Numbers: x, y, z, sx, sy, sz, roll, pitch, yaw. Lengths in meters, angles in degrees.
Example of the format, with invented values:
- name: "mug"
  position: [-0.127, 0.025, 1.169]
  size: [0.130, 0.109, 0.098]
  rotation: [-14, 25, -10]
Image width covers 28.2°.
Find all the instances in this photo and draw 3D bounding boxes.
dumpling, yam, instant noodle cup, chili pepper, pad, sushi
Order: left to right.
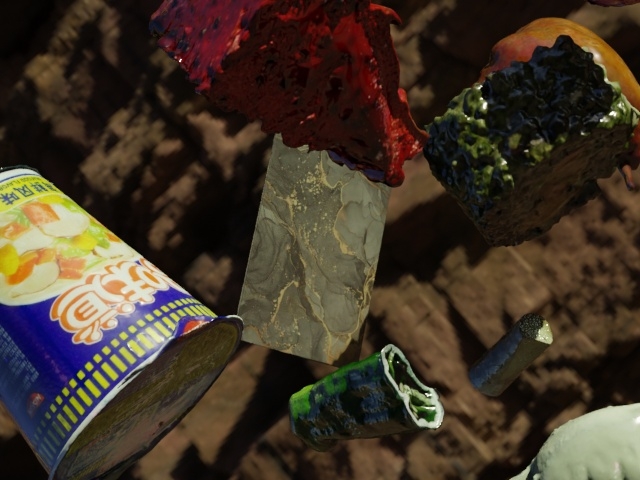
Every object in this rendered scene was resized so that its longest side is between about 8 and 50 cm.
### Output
- name: "instant noodle cup"
  position: [-0.292, 0.084, 1.446]
  size: [0.284, 0.312, 0.284]
  rotation: [-42, -16, -15]
- name: "pad"
  position: [0.000, 0.000, 1.966]
  size: [0.248, 0.007, 0.367]
  rotation: [18, -101, -36]
- name: "chili pepper"
  position: [0.044, 0.247, 1.885]
  size: [0.270, 0.136, 0.099]
  rotation: [-24, 34, 46]
- name: "yam"
  position: [0.306, 0.188, 2.056]
  size: [0.068, 0.068, 0.169]
  rotation: [-26, -19, -42]
- name: "sushi"
  position: [0.313, -0.142, 1.876]
  size: [0.294, 0.178, 0.352]
  rotation: [-35, -17, 4]
- name: "dumpling"
  position: [0.288, 0.239, 1.259]
  size: [0.219, 0.152, 0.108]
  rotation: [-31, 4, 18]

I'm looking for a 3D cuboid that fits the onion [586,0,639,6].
- name: "onion"
  position: [0.386, -0.394, 1.671]
  size: [0.177, 0.177, 0.153]
  rotation: [-30, -14, -35]

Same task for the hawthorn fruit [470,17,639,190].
- name: "hawthorn fruit"
  position: [0.434, -0.250, 2.334]
  size: [0.308, 0.325, 0.308]
  rotation: [-19, -66, -50]

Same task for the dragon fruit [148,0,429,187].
- name: "dragon fruit"
  position: [-0.007, -0.234, 1.540]
  size: [0.329, 0.286, 0.228]
  rotation: [27, -81, -30]
